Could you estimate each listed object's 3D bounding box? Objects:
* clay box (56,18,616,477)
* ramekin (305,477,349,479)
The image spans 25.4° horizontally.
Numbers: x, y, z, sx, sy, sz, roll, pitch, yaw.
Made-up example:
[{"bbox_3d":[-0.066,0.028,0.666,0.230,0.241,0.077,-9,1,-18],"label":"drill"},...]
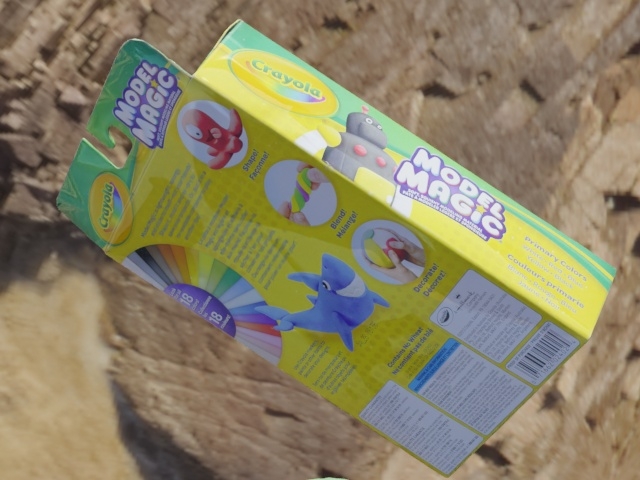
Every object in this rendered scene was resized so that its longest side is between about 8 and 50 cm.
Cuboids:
[{"bbox_3d":[0.000,0.000,0.621,0.222,0.127,0.053,35,46,0],"label":"clay box"},{"bbox_3d":[0.007,0.349,1.192,0.148,0.303,0.303,28,86,48],"label":"ramekin"}]
